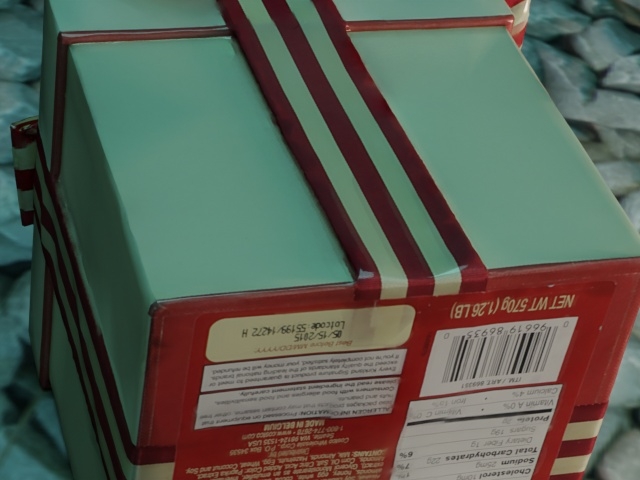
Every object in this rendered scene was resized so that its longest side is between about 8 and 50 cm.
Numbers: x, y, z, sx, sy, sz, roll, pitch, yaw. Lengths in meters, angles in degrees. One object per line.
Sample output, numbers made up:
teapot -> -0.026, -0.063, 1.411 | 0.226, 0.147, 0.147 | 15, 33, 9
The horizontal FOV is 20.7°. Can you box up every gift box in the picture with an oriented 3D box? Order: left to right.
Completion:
gift box -> 0.000, 0.000, 0.831 | 0.255, 0.276, 0.258 | -1, 39, -21
